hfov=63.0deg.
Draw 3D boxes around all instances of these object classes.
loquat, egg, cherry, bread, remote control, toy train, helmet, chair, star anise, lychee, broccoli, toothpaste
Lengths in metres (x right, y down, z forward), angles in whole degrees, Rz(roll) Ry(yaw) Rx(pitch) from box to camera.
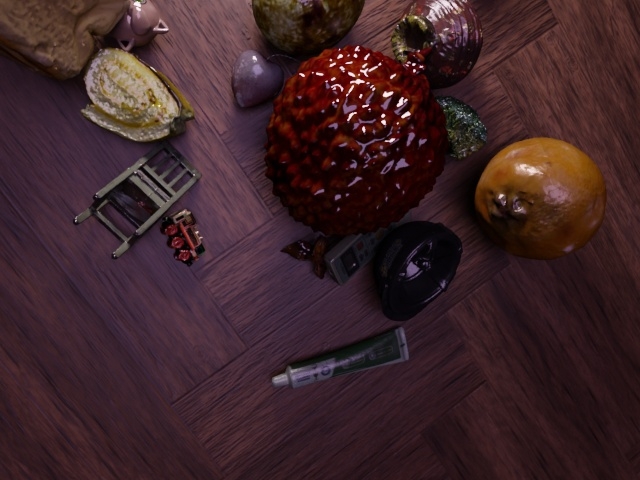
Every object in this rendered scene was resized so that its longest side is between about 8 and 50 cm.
[{"bbox_3d":[0.563,-0.103,1.357,0.328,0.328,0.328,-1,94,-12],"label":"loquat"},{"bbox_3d":[-0.022,-0.570,1.245,0.289,0.238,0.238,-19,98,-21],"label":"egg"},{"bbox_3d":[-0.133,-0.384,1.299,0.188,0.115,0.148,29,69,-18],"label":"cherry"},{"bbox_3d":[-0.634,-0.529,1.005,0.371,0.390,0.279,28,88,6],"label":"bread"},{"bbox_3d":[0.132,-0.006,1.373,0.285,0.038,0.123,-40,142,-15],"label":"remote control"},{"bbox_3d":[-0.340,-0.006,1.307,0.087,0.050,0.138,-32,111,-24],"label":"toy train"},{"bbox_3d":[0.232,0.062,1.377,0.230,0.160,0.279,16,114,-44],"label":"helmet"},{"bbox_3d":[-0.434,-0.101,1.259,0.136,0.147,0.270,45,41,-14],"label":"chair"},{"bbox_3d":[0.004,0.006,1.380,0.140,0.158,0.144,37,53,-21],"label":"star anise"},{"bbox_3d":[0.091,-0.245,1.201,0.424,0.424,0.500,31,91,-12],"label":"lychee"},{"bbox_3d":[-0.433,-0.326,1.237,0.257,0.124,0.186,30,94,-13],"label":"bread"},{"bbox_3d":[0.342,-0.282,1.406,0.220,0.194,0.194,22,89,-36],"label":"broccoli"},{"bbox_3d":[0.055,0.329,1.418,0.392,0.061,0.098,-13,96,-14],"label":"toothpaste"}]

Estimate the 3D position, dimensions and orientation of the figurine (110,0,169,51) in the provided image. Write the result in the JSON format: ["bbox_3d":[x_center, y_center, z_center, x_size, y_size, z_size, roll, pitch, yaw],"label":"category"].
[{"bbox_3d":[-0.436,-0.514,1.217,0.125,0.125,0.138,-33,77,-8],"label":"figurine"}]

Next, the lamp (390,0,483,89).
[{"bbox_3d":[0.291,-0.505,1.318,0.247,0.247,0.247,-1,94,-12],"label":"lamp"}]
